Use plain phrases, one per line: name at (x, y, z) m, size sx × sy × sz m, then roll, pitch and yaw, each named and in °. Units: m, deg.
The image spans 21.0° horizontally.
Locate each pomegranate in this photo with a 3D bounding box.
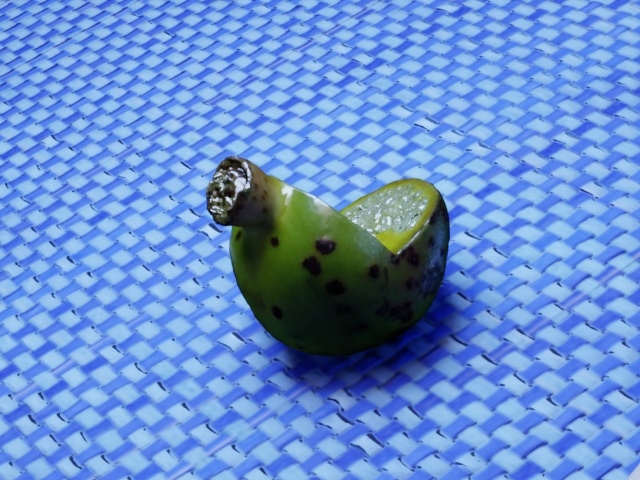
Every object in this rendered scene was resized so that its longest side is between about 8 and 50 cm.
pomegranate at (-0.001, 0.013, 1.111) m, size 0.169 × 0.122 × 0.143 m, roll 2°, pitch 14°, yaw -38°

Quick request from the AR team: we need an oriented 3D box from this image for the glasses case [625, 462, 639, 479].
glasses case at (0.169, 0.182, 0.867) m, size 0.092 × 0.059 × 0.233 m, roll 11°, pitch 43°, yaw 36°
